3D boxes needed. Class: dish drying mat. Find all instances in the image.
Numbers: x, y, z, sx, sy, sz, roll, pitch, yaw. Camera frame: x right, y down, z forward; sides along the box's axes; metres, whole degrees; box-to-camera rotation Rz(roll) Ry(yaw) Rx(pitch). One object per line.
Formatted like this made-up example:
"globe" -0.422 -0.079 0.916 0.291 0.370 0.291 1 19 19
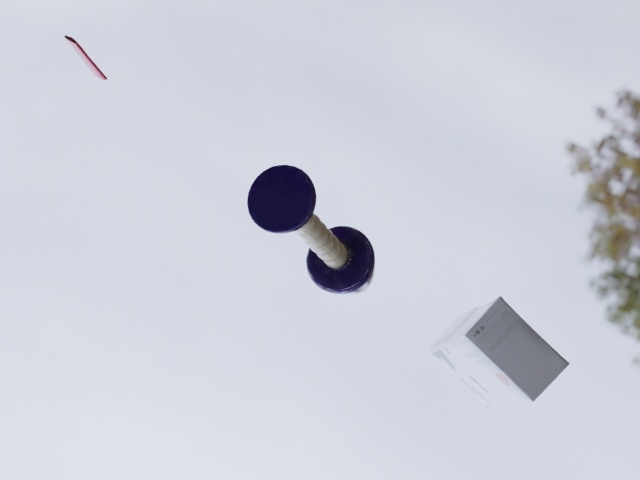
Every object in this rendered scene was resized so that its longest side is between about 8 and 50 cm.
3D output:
"dish drying mat" -0.328 -0.256 2.376 0.032 0.008 0.083 34 166 42

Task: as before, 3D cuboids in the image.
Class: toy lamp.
"toy lamp" 0.000 0.000 1.769 0.080 0.080 0.275 29 175 22

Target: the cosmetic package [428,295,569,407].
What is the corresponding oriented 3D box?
"cosmetic package" 0.182 0.122 1.782 0.099 0.060 0.239 42 171 2
